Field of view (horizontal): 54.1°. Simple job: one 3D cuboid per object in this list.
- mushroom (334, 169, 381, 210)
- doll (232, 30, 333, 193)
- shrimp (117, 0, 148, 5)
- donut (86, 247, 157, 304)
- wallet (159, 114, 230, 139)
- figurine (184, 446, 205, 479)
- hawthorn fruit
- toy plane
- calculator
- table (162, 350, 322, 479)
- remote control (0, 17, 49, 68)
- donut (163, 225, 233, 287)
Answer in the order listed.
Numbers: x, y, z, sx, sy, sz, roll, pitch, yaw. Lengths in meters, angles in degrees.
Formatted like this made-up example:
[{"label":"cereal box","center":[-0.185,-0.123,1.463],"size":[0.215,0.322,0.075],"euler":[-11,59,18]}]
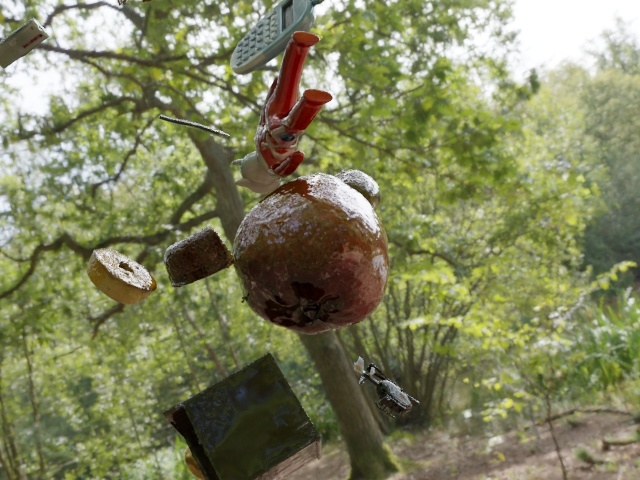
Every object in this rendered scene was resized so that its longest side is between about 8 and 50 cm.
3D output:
[{"label":"mushroom","center":[0.034,-0.044,1.518],"size":[0.297,0.163,0.278],"euler":[-75,9,-85]},{"label":"doll","center":[-0.078,-0.204,1.185],"size":[0.099,0.188,0.384],"euler":[1,-25,-24]},{"label":"shrimp","center":[-0.420,-0.629,1.486],"size":[0.187,0.132,0.052],"euler":[-57,-22,0]},{"label":"donut","center":[-0.459,0.085,1.428],"size":[0.065,0.162,0.178],"euler":[-52,-8,4]},{"label":"wallet","center":[-0.458,-0.417,2.295],"size":[0.244,0.025,0.124],"euler":[18,6,12]},{"label":"figurine","center":[-0.193,0.422,1.298],"size":[0.131,0.156,0.246],"euler":[16,13,7]},{"label":"hawthorn fruit","center":[0.000,0.000,1.156],"size":[0.285,0.284,0.369],"euler":[-27,24,35]},{"label":"toy plane","center":[0.158,0.368,1.546],"size":[0.053,0.197,0.078],"euler":[-51,2,36]},{"label":"calculator","center":[-0.094,-0.491,1.449],"size":[0.303,0.188,0.042],"euler":[-29,-51,24]},{"label":"table","center":[-0.123,0.325,1.039],"size":[0.193,0.169,0.172],"euler":[-29,-25,-15]},{"label":"remote control","center":[-0.814,-0.527,1.692],"size":[0.166,0.029,0.065],"euler":[-28,-46,14]},{"label":"donut","center":[-0.317,0.046,1.622],"size":[0.144,0.126,0.187],"euler":[-29,5,-30]}]
